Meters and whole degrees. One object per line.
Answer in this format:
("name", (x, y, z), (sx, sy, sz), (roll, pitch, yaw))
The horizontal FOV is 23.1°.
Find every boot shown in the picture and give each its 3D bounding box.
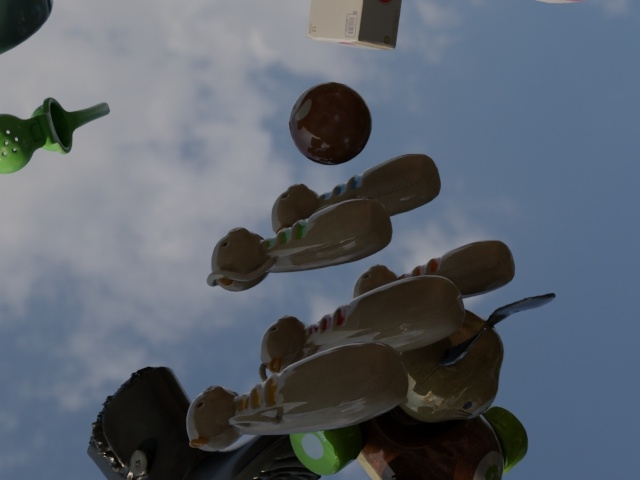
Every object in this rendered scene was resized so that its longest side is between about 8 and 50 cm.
("boot", (-0.117, 0.193, 1.471), (0.094, 0.246, 0.207), (2, -135, -46))

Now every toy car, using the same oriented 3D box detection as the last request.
("toy car", (0.097, 0.107, 1.113), (0.149, 0.188, 0.155), (48, -136, 13))

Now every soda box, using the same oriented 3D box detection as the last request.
("soda box", (0.046, -0.309, 1.621), (0.069, 0.216, 0.074), (11, -175, 36))

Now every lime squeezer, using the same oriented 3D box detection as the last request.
("lime squeezer", (-0.287, -0.092, 1.503), (0.310, 0.110, 0.058), (-27, -95, -44))

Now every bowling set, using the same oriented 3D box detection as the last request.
("bowling set", (0.000, 0.000, 1.054), (0.154, 0.199, 0.287), (-17, -173, 29))

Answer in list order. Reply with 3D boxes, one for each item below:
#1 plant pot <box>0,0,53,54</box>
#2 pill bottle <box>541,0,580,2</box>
("plant pot", (-0.261, -0.240, 0.909), (0.272, 0.255, 0.271), (-1, -149, 1))
("pill bottle", (0.183, -0.185, 0.545), (0.283, 0.160, 0.160), (-7, -152, 42))
